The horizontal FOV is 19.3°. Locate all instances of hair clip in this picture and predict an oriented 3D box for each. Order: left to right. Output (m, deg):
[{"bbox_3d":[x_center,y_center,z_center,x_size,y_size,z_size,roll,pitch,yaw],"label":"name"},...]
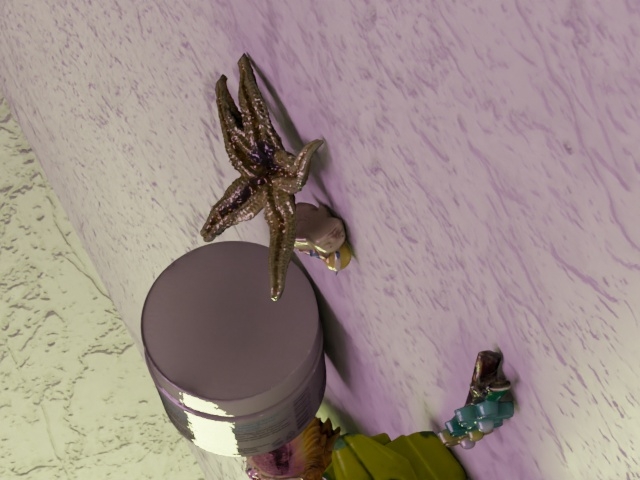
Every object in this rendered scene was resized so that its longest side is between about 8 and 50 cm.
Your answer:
[{"bbox_3d":[0.115,0.131,1.425,0.049,0.049,0.173,59,166,16],"label":"hair clip"}]

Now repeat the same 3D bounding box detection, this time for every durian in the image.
[{"bbox_3d":[-0.016,0.246,2.045,0.191,0.112,0.341,52,173,-23],"label":"durian"}]

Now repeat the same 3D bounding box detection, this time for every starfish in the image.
[{"bbox_3d":[-0.053,-0.053,1.618,0.217,0.050,0.224,-34,57,47],"label":"starfish"}]

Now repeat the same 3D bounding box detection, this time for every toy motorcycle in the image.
[{"bbox_3d":[0.114,0.302,1.572,0.342,0.142,0.206,52,162,34],"label":"toy motorcycle"}]

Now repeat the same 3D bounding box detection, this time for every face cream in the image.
[{"bbox_3d":[-0.084,0.110,1.872,0.177,0.177,0.153,56,168,25],"label":"face cream"}]

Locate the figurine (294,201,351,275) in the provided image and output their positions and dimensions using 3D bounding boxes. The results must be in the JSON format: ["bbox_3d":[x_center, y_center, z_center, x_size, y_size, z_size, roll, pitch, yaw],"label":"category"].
[{"bbox_3d":[0.000,0.000,1.631,0.050,0.047,0.083,52,167,-32],"label":"figurine"}]
